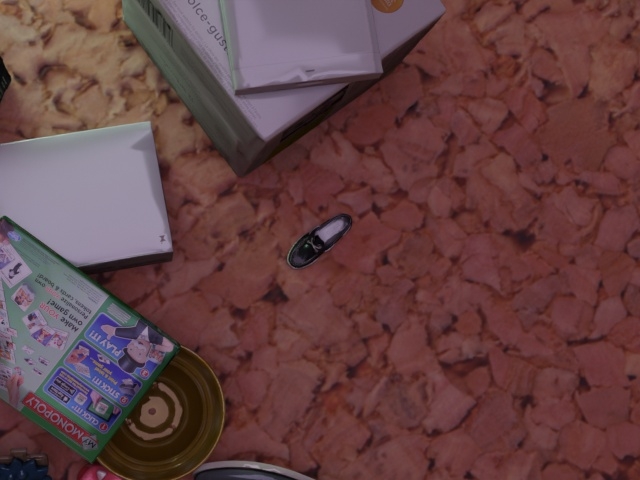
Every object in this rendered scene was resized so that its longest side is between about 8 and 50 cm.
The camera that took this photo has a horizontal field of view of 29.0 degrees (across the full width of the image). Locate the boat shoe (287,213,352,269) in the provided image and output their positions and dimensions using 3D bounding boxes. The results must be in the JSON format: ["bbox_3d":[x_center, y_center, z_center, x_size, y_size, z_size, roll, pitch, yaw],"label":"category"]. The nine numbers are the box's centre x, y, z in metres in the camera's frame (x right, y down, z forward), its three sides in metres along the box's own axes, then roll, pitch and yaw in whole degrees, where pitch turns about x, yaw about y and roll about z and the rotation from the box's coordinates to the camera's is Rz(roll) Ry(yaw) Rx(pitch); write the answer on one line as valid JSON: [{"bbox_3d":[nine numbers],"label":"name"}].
[{"bbox_3d":[0.000,0.000,1.981,0.125,0.038,0.046,-35,89,-11],"label":"boat shoe"}]

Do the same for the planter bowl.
[{"bbox_3d":[-0.256,0.261,1.887,0.217,0.090,0.217,1,81,-8],"label":"planter bowl"}]

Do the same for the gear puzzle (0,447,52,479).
[{"bbox_3d":[-0.561,0.382,1.801,0.339,0.175,0.044,-2,40,-8],"label":"gear puzzle"}]

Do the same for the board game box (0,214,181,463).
[{"bbox_3d":[-0.392,0.143,1.779,0.317,0.046,0.213,38,88,-10],"label":"board game box"}]

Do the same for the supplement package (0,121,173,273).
[{"bbox_3d":[-0.369,-0.052,1.882,0.262,0.145,0.204,-10,85,-10],"label":"supplement package"}]

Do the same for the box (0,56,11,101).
[{"bbox_3d":[-0.658,-0.181,1.840,0.296,0.183,0.294,19,82,-5],"label":"box"}]

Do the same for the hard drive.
[{"bbox_3d":[-0.040,-0.361,1.675,0.203,0.040,0.308,-8,85,-10],"label":"hard drive"}]

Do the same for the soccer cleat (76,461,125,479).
[{"bbox_3d":[-0.267,0.422,1.874,0.248,0.095,0.083,41,86,-9],"label":"soccer cleat"}]

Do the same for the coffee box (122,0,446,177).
[{"bbox_3d":[-0.070,-0.343,1.861,0.334,0.338,0.338,-36,90,-11],"label":"coffee box"}]

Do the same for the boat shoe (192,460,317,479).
[{"bbox_3d":[-0.046,0.414,1.879,0.319,0.116,0.099,17,60,-10],"label":"boat shoe"}]
